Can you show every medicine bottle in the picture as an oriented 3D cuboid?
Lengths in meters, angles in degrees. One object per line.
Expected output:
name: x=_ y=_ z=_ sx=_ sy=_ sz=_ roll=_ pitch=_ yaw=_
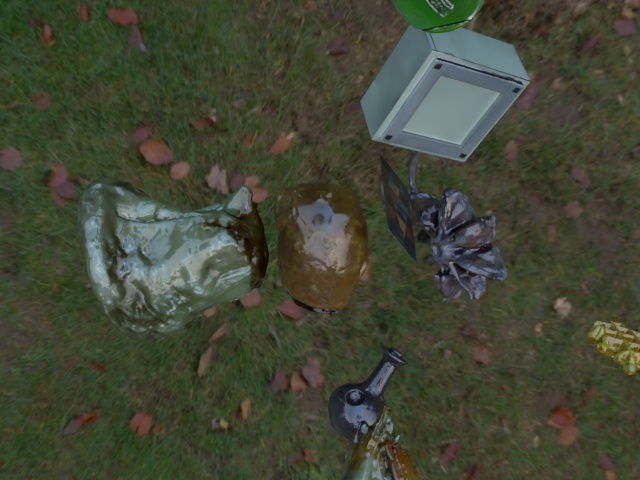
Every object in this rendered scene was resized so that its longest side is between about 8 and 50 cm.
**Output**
medicine bottle: x=0.151 y=-0.360 z=0.943 sx=0.134 sy=0.133 sz=0.274 roll=21 pitch=44 yaw=-5

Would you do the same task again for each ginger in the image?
ginger: x=0.004 y=0.000 z=1.690 sx=0.201 sy=0.223 sz=0.269 roll=-4 pitch=61 yaw=6

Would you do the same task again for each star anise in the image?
star anise: x=0.310 y=-0.017 z=1.747 sx=0.139 sy=0.316 sz=0.359 roll=-25 pitch=130 yaw=-34

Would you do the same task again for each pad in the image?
pad: x=0.163 y=-0.068 z=1.634 sx=0.003 sy=0.143 sz=0.211 roll=-21 pitch=49 yaw=23

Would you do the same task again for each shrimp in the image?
shrimp: x=0.074 y=0.288 z=0.875 sx=0.115 sy=0.051 sz=0.217 roll=3 pitch=50 yaw=6

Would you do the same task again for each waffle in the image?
waffle: x=0.765 y=0.264 z=1.810 sx=0.283 sy=0.310 sz=0.065 roll=36 pitch=111 yaw=36

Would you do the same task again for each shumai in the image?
shumai: x=-0.271 y=0.018 z=1.563 sx=0.324 sy=0.397 sz=0.323 roll=-14 pitch=63 yaw=10

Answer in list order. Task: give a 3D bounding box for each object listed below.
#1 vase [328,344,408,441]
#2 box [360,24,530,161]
vase: x=0.094 y=0.278 z=1.431 sx=0.120 sy=0.120 sz=0.182 roll=32 pitch=93 yaw=-4
box: x=0.235 y=-0.281 z=1.486 sx=0.225 sy=0.225 sz=0.117 roll=10 pitch=48 yaw=-26
